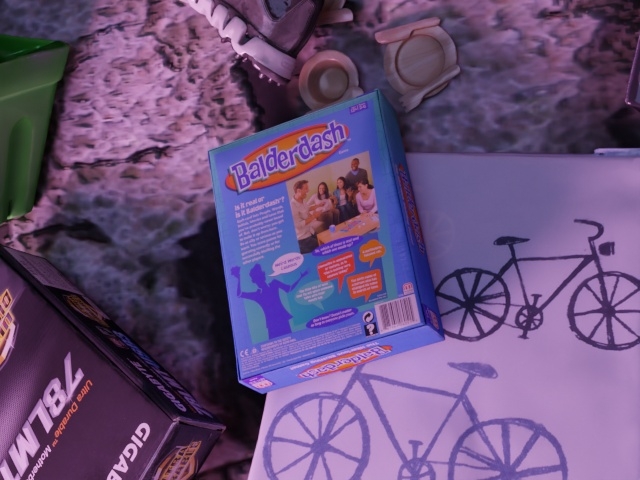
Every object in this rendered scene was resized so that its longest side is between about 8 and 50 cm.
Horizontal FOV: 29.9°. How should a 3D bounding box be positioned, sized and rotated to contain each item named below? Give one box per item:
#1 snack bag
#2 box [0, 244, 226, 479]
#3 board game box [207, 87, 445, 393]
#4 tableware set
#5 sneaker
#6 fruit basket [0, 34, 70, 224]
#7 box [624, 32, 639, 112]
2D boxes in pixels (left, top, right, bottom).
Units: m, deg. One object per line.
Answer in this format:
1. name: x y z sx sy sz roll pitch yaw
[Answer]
1. snack bag: 0.105 0.080 0.934 0.323 0.037 0.342 2 71 25
2. box: -0.261 0.199 1.060 0.293 0.073 0.295 37 99 38
3. board game box: 0.000 0.000 0.963 0.160 0.047 0.210 -18 64 18
4. tableware set: 0.036 -0.183 1.017 0.141 0.020 0.168 -17 84 22
5. sneaker: -0.082 -0.240 1.033 0.234 0.078 0.106 43 104 22
6. fruit basket: -0.429 -0.197 1.100 0.392 0.283 0.392 8 111 23
7. box: 0.365 -0.138 0.810 0.270 0.143 0.165 14 96 22
